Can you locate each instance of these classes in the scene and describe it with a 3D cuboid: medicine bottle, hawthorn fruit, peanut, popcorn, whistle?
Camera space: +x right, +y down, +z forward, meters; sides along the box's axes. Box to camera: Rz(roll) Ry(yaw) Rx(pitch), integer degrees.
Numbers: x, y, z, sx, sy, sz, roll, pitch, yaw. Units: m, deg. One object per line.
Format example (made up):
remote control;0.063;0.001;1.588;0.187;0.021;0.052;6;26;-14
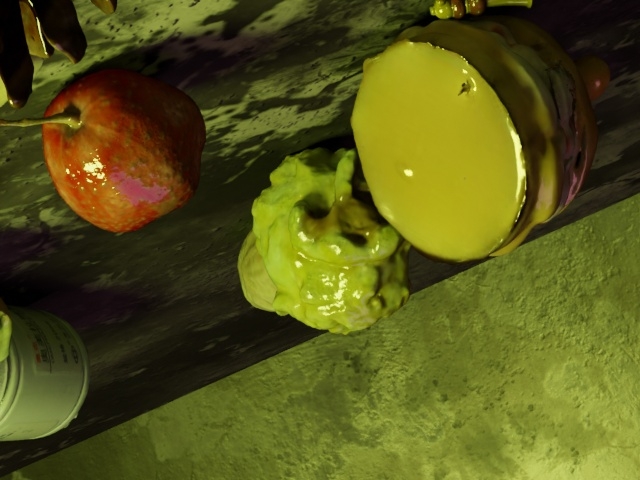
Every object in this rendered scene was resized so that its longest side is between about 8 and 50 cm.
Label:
medicine bottle;-0.459;0.176;2.190;0.190;0.190;0.332;-25;169;12
hawthorn fruit;-0.206;-0.100;1.573;0.163;0.162;0.203;-25;150;14
peanut;0.000;0.000;2.354;0.313;0.152;0.152;-27;168;31
popcorn;0.015;0.003;2.108;0.195;0.256;0.255;-1;148;-38
whistle;0.172;-0.260;1.742;0.109;0.046;0.057;-14;-178;-11

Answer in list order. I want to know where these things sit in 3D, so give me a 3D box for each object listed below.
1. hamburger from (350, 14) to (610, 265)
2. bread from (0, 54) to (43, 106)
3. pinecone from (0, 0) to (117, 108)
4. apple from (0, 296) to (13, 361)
hamburger;0.194;-0.132;1.840;0.237;0.276;0.276;-27;174;-40
bread;-0.335;-0.134;1.335;0.139;0.060;0.178;-30;166;30
pinecone;-0.217;-0.181;1.021;0.229;0.201;0.202;6;164;43
apple;-0.470;0.104;1.903;0.188;0.174;0.207;-39;179;-40
